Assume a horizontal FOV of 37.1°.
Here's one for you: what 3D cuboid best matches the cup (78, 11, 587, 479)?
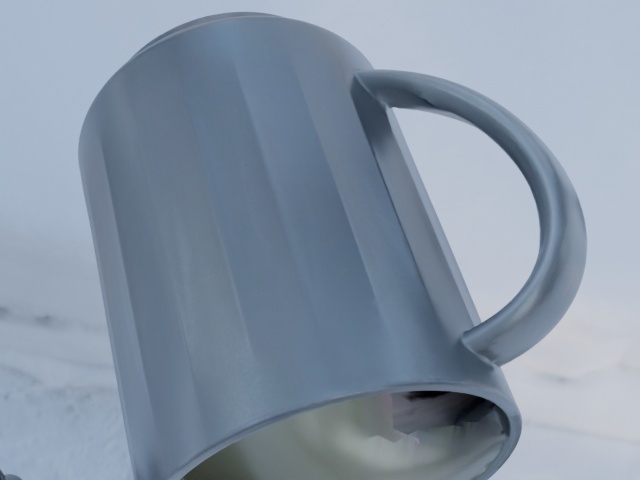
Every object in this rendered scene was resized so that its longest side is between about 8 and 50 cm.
[{"bbox_3d":[0.000,0.000,0.638,0.237,0.323,0.327,32,32,-47],"label":"cup"}]

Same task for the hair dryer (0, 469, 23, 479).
[{"bbox_3d":[-0.241,0.187,0.648,0.124,0.219,0.071,-25,82,5],"label":"hair dryer"}]
